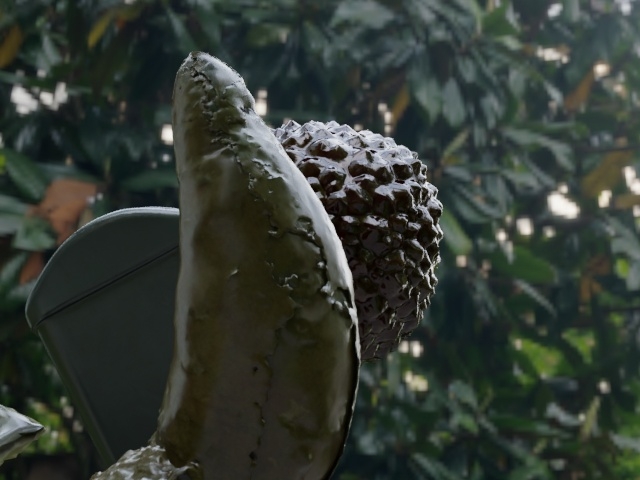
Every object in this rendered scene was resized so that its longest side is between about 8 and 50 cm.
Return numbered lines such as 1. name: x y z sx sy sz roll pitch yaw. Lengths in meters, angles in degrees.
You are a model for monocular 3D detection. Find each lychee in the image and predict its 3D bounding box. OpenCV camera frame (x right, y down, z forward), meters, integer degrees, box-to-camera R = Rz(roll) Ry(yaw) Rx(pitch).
1. lychee: 0.000 0.000 0.924 0.188 0.188 0.188 1 -32 1

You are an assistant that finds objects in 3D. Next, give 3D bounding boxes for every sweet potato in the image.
1. sweet potato: -0.050 0.077 0.615 0.124 0.310 0.098 20 -5 -17

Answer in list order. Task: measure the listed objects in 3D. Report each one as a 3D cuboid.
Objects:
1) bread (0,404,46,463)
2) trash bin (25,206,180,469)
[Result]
1. bread: -0.407 0.055 0.596 0.405 0.345 0.242 51 -43 -1
2. trash bin: -0.139 0.089 1.175 0.176 0.236 0.101 -28 -17 -2
